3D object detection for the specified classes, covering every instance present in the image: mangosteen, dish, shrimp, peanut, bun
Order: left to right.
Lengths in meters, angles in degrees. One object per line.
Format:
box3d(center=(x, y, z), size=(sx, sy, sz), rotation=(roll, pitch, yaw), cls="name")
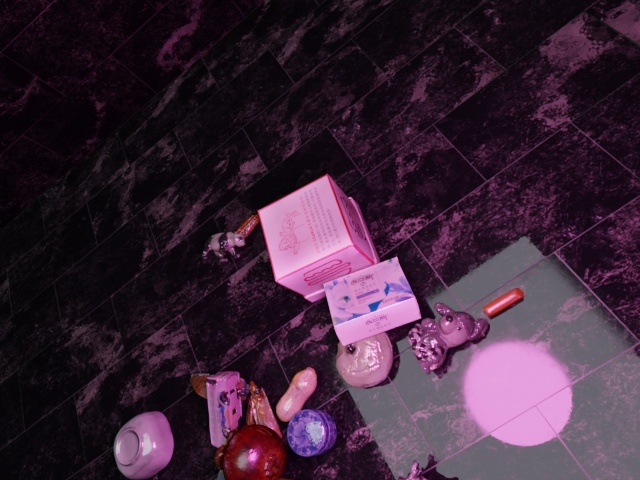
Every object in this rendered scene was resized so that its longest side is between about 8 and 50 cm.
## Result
box3d(center=(-0.715, 0.807, 1.728), size=(0.257, 0.117, 0.256), rotation=(-9, 68, 22), cls="dish")
box3d(center=(-0.240, 0.706, 1.433), size=(0.258, 0.215, 0.214), rotation=(-2, 69, 38), cls="mangosteen")
box3d(center=(-0.220, 0.653, 1.581), size=(0.154, 0.062, 0.294), rotation=(-27, 63, 21), cls="shrimp")
box3d(center=(-0.082, 0.541, 1.539), size=(0.087, 0.087, 0.206), rotation=(31, 87, 32), cls="peanut")
box3d(center=(0.142, 0.386, 1.477), size=(0.222, 0.108, 0.221), rotation=(-9, 67, 23), cls="bun")

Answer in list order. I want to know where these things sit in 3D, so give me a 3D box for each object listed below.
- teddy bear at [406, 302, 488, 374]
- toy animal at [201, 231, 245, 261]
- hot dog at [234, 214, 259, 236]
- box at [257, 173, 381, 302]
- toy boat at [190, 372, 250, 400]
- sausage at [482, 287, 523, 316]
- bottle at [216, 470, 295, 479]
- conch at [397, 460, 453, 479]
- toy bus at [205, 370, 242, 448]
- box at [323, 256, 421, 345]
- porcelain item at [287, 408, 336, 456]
box3d(center=(0.380, 0.282, 1.386), size=(0.251, 0.144, 0.171), rotation=(-44, 44, 1), cls="teddy bear")
box3d(center=(-0.410, 0.021, 1.885), size=(0.225, 0.094, 0.121), rotation=(-12, 64, 42), cls="toy animal")
box3d(center=(-0.322, -0.059, 1.917), size=(0.144, 0.038, 0.062), rotation=(-46, 57, 4), cls="hot dog")
box3d(center=(0.000, 0.000, 1.583), size=(0.313, 0.300, 0.314), rotation=(-26, 61, 15), cls="box")
box3d(center=(-0.414, 0.564, 1.691), size=(0.293, 0.099, 0.108), rotation=(2, 97, 26), cls="toy boat")
box3d(center=(0.576, 0.194, 1.379), size=(0.131, 0.041, 0.039), rotation=(-33, 55, 11), cls="sausage")
box3d(center=(-0.219, 0.836, 1.494), size=(0.286, 0.082, 0.082), rotation=(-4, 69, 25), cls="bottle")
box3d(center=(0.291, 0.775, 1.183), size=(0.186, 0.241, 0.312), rotation=(-26, 74, 30), cls="conch")
box3d(center=(-0.343, 0.610, 1.579), size=(0.112, 0.090, 0.273), rotation=(0, 96, 27), cls="toy bus")
box3d(center=(0.167, 0.200, 1.467), size=(0.275, 0.116, 0.203), rotation=(-20, 37, 5), cls="box")
box3d(center=(-0.031, 0.639, 1.460), size=(0.147, 0.114, 0.147), rotation=(-9, 68, 22), cls="porcelain item")
